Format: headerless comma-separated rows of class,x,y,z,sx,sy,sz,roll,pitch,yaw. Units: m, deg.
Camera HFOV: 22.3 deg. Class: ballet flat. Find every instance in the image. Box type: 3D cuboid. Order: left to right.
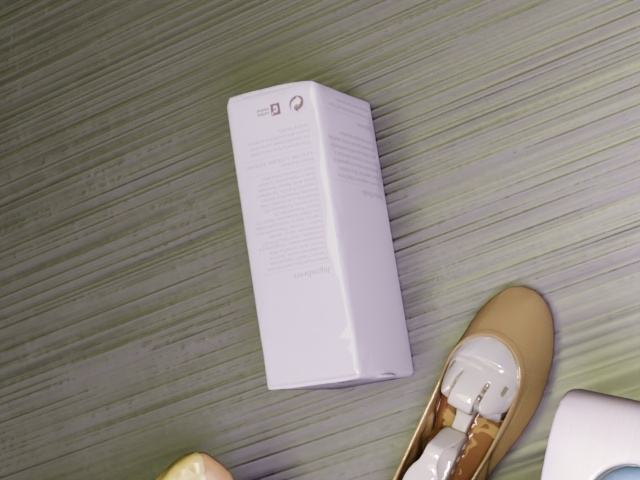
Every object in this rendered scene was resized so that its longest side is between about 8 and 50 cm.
ballet flat,0.110,0.143,1.235,0.080,0.073,0.232,25,97,23

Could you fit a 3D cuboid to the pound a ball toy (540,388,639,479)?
pound a ball toy,0.283,0.217,0.942,0.319,0.136,0.208,11,89,25

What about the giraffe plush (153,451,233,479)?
giraffe plush,-0.154,0.264,1.309,0.210,0.170,0.181,-7,89,-20

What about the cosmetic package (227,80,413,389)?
cosmetic package,0.000,0.000,1.273,0.085,0.117,0.231,-11,81,24
